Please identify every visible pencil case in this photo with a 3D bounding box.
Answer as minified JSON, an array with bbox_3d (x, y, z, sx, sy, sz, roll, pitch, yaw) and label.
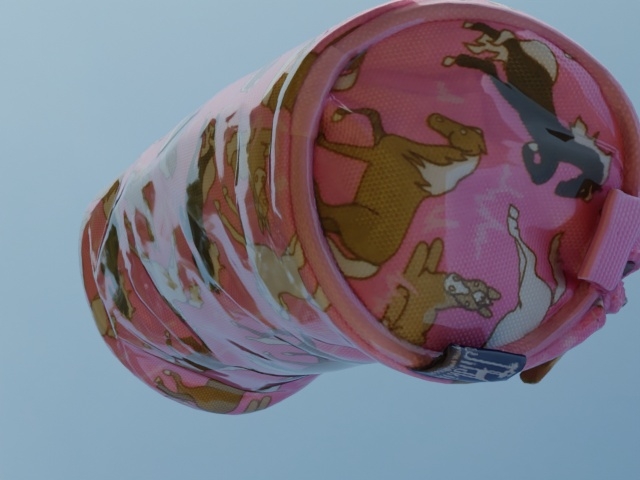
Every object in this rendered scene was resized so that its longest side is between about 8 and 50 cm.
[{"bbox_3d":[0.000,0.000,0.862,0.386,0.160,0.167,-17,-87,68],"label":"pencil case"}]
